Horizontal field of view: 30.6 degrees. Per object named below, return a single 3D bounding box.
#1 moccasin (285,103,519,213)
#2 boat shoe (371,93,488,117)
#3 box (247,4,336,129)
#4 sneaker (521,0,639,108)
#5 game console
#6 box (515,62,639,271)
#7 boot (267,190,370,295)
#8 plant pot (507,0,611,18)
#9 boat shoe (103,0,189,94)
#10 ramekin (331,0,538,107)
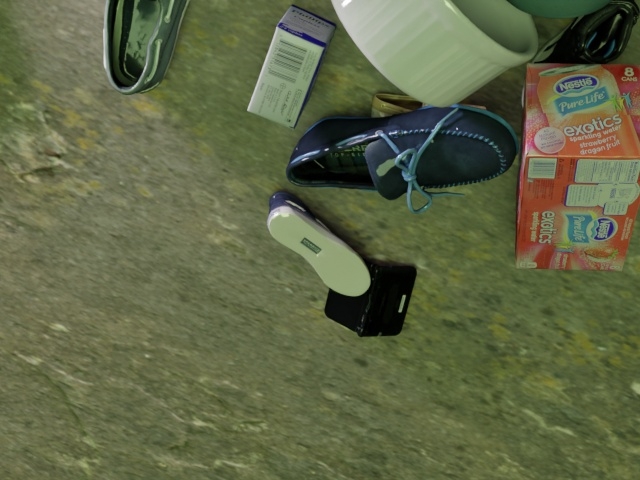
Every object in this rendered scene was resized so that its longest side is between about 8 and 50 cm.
[{"bbox_3d":[0.104,-0.098,1.582,0.342,0.117,0.138,-3,125,41],"label":"moccasin"},{"bbox_3d":[0.152,-0.181,1.633,0.170,0.063,0.059,0,120,10],"label":"boat shoe"},{"bbox_3d":[-0.037,-0.238,1.597,0.072,0.137,0.126,22,116,-2],"label":"box"},{"bbox_3d":[0.336,-0.236,1.546,0.079,0.121,0.217,31,115,-4],"label":"sneaker"},{"bbox_3d":[0.076,0.079,1.790,0.107,0.071,0.122,0,119,-24],"label":"game console"},{"bbox_3d":[0.335,-0.088,1.521,0.154,0.142,0.300,2,152,9],"label":"box"},{"bbox_3d":[0.000,0.000,1.733,0.069,0.086,0.190,-41,112,18],"label":"boot"},{"bbox_3d":[0.293,-0.388,1.419,0.290,0.290,0.195,0,132,9],"label":"plant pot"},{"bbox_3d":[-0.234,-0.349,1.601,0.116,0.099,0.320,16,115,3],"label":"boat shoe"},{"bbox_3d":[0.135,-0.302,1.473,0.135,0.277,0.277,-38,103,29],"label":"ramekin"}]
